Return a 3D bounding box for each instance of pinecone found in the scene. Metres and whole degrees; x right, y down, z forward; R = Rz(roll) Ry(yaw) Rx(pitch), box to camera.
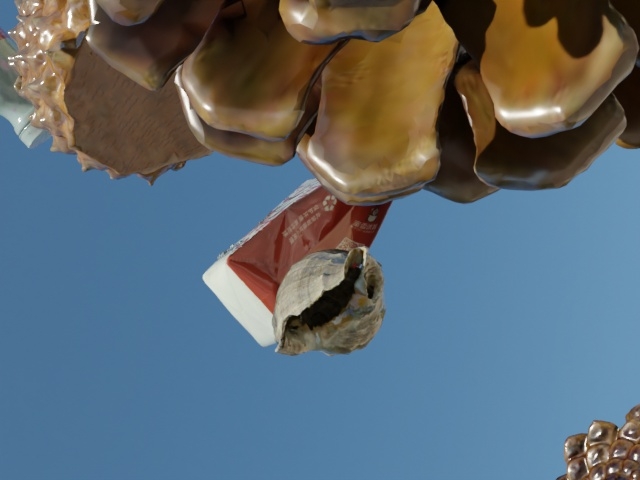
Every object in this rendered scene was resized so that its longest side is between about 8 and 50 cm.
[{"bbox_3d":[0.040,-0.179,0.428,0.384,0.384,0.385,-7,-81,-51],"label":"pinecone"},{"bbox_3d":[0.331,0.248,1.003,0.168,0.185,0.212,-44,-46,3],"label":"pinecone"}]

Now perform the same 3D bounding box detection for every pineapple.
[{"bbox_3d":[-0.214,-0.207,1.092,0.222,0.357,0.223,-12,-60,-22],"label":"pineapple"}]

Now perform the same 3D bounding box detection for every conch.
[{"bbox_3d":[0.014,0.074,1.267,0.130,0.207,0.155,39,-116,1],"label":"conch"}]

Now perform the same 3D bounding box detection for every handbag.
[{"bbox_3d":[0.000,0.000,1.501,0.298,0.171,0.151,-42,-85,-20],"label":"handbag"}]

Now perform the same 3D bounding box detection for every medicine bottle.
[{"bbox_3d":[-0.431,-0.223,1.446,0.217,0.090,0.090,49,-130,-3],"label":"medicine bottle"}]
